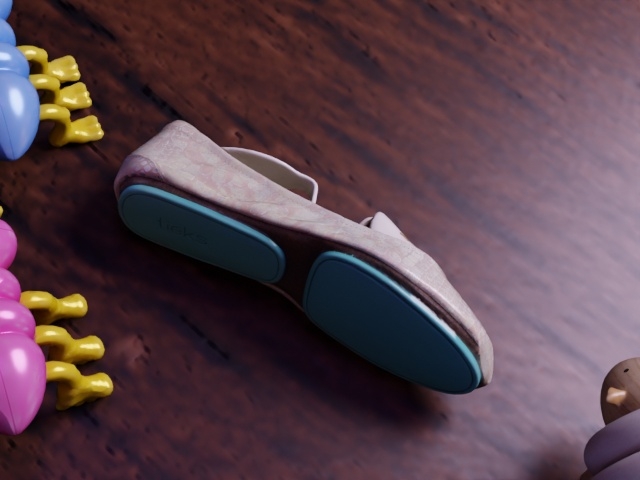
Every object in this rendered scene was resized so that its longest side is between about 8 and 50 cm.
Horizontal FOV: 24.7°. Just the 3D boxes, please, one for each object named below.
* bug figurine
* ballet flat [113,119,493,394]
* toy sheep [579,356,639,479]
[{"bbox_3d":[-0.198,0.000,0.525,0.279,0.072,0.216,-20,68,-20],"label":"bug figurine"},{"bbox_3d":[0.000,0.000,0.572,0.168,0.057,0.052,28,52,5],"label":"ballet flat"},{"bbox_3d":[0.135,0.102,0.524,0.091,0.091,0.132,-15,67,-17],"label":"toy sheep"}]
